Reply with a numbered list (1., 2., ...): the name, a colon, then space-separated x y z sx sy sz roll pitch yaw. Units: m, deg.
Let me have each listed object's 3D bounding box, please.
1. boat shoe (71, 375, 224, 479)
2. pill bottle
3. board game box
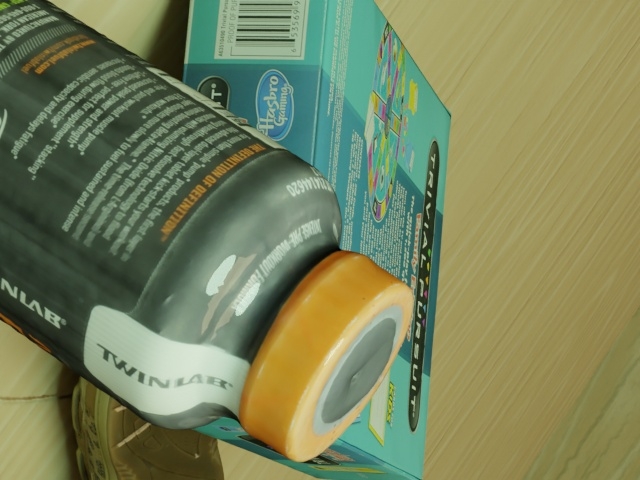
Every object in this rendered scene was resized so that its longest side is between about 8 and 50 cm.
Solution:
1. boat shoe: -0.112 0.094 1.180 0.104 0.089 0.285 -25 142 -32
2. pill bottle: -0.082 -0.006 0.827 0.130 0.245 0.130 -48 158 -26
3. board game box: 0.000 0.000 1.130 0.336 0.079 0.254 43 51 -71
